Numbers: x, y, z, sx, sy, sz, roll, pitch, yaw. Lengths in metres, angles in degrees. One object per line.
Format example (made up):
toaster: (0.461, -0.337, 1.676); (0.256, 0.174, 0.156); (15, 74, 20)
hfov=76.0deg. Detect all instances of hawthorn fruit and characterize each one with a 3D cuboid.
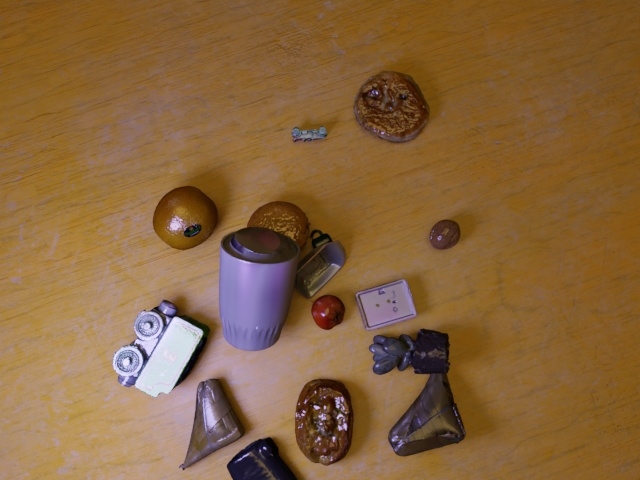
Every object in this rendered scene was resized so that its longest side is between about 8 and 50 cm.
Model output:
hawthorn fruit: (0.021, 0.249, 1.463); (0.140, 0.125, 0.125); (40, 82, 7)

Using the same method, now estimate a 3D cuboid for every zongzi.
zongzi: (-0.415, 0.627, 1.411); (0.256, 0.115, 0.228); (-33, 75, 5)
zongzi: (0.332, 0.559, 1.401); (0.259, 0.123, 0.290); (-16, 63, 4)

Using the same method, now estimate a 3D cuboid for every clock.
clock: (0.235, 0.235, 1.484); (0.191, 0.071, 0.147); (-17, 78, -2)

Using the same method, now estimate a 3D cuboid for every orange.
orange: (-0.493, -0.083, 1.502); (0.235, 0.236, 0.237); (0, 78, 2)

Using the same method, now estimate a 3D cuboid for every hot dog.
hot dog: (0.012, 0.616, 1.386); (0.195, 0.122, 0.273); (4, 76, 2)

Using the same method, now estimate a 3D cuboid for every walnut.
walnut: (0.460, -0.021, 1.518); (0.105, 0.105, 0.124); (40, 96, 9)

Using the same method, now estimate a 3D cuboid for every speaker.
speaker: (0.000, 0.002, 1.557); (0.075, 0.060, 0.094); (-27, 43, -4)

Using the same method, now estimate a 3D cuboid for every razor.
razor: (-0.161, 0.831, 1.349); (0.189, 0.107, 0.327); (-34, 78, -5)

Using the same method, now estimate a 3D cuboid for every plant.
plant: (0.309, 0.387, 1.419); (0.274, 0.149, 0.147); (-7, 33, 17)

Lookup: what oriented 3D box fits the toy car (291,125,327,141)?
toy car: (-0.044, -0.423, 1.636); (0.143, 0.073, 0.054); (-2, 93, 1)

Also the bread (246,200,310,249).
bread: (-0.155, -0.032, 1.519); (0.239, 0.139, 0.240); (0, 78, 2)

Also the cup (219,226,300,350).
cup: (-0.210, 0.158, 1.362); (0.253, 0.253, 0.372); (10, 114, 4)

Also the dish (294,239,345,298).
dish: (-0.011, 0.090, 1.504); (0.234, 0.154, 0.064); (-43, 45, -7)

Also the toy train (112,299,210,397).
toy train: (-0.554, 0.381, 1.435); (0.248, 0.173, 0.308); (29, 80, -2)

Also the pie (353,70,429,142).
pie: (0.282, -0.539, 1.643); (0.314, 0.092, 0.316); (0, 80, 2)
